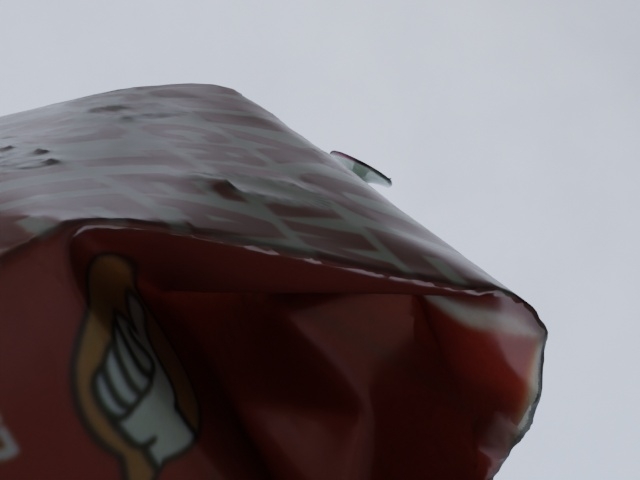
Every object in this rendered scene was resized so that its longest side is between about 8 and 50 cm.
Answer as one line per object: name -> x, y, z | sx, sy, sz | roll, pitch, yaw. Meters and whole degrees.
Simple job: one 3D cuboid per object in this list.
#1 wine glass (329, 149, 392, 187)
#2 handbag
wine glass -> 0.000, 0.000, 1.764 | 0.073, 0.155, 0.073 | 25, 174, 3
handbag -> -0.110, 0.058, 0.404 | 0.171, 0.298, 0.151 | 31, 152, 54
